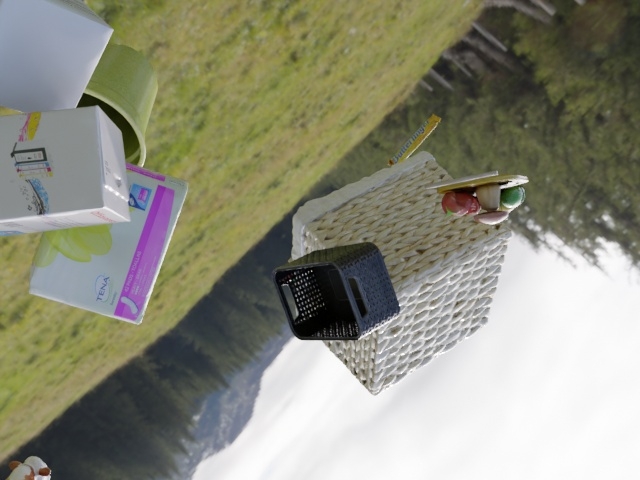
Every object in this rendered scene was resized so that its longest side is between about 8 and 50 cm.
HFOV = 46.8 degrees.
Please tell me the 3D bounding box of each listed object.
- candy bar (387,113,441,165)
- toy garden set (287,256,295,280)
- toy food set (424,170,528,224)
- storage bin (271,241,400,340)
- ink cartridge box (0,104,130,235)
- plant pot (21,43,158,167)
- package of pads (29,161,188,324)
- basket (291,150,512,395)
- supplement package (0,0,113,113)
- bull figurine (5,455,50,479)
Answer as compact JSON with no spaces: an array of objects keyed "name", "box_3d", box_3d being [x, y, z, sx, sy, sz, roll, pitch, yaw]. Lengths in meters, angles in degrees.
[{"name":"candy bar","box_3d":[0.219,-0.231,1.728,0.161,0.018,0.040,-46,-145,3]},{"name":"toy garden set","box_3d":[0.000,0.000,1.589,0.244,0.049,0.204,-45,171,29]},{"name":"toy food set","box_3d":[0.249,-0.057,1.136,0.128,0.071,0.218,-10,177,30]},{"name":"storage bin","box_3d":[0.020,0.079,1.113,0.084,0.122,0.180,-24,-172,-36]},{"name":"ink cartridge box","box_3d":[-0.448,-0.108,1.204,0.233,0.168,0.171,-6,175,-2]},{"name":"plant pot","box_3d":[-0.493,-0.308,1.685,0.276,0.276,0.254,-47,-159,43]},{"name":"package of pads","box_3d":[-0.407,-0.008,1.408,0.101,0.229,0.296,-123,-128,-74]},{"name":"basket","box_3d":[0.146,0.066,1.438,0.331,0.266,0.328,-26,142,-23]},{"name":"supplement package","box_3d":[-0.539,-0.368,1.288,0.198,0.263,0.199,12,115,-52]},{"name":"bull figurine","box_3d":[-0.617,0.562,1.496,0.310,0.101,0.188,178,-84,-81]}]
